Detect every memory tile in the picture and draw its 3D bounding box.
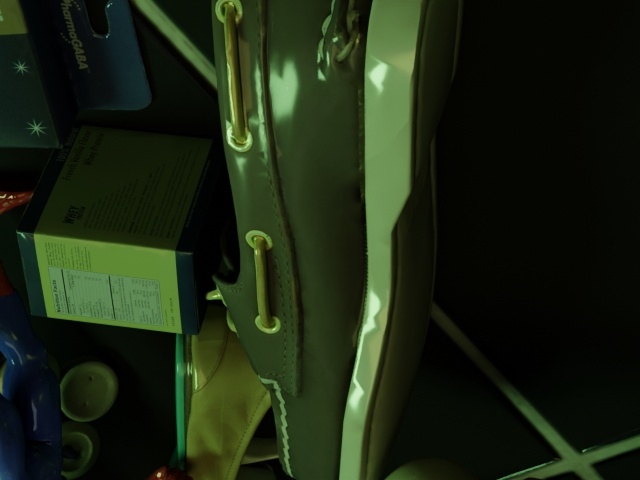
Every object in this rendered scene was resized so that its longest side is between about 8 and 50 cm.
[{"bbox_3d":[-0.180,0.128,0.831,0.113,0.012,0.148,17,95,-35],"label":"memory tile"}]

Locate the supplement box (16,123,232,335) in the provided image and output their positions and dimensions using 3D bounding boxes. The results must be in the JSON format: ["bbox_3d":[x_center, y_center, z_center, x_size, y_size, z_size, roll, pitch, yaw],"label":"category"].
[{"bbox_3d":[-0.092,-0.006,0.718,0.083,0.083,0.056,7,133,6],"label":"supplement box"}]

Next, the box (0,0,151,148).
[{"bbox_3d":[-0.200,-0.104,0.685,0.225,0.036,0.136,0,133,11],"label":"box"}]

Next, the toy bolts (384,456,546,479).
[{"bbox_3d":[0.097,0.181,0.794,0.158,0.218,0.228,37,129,9],"label":"toy bolts"}]

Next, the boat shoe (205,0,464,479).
[{"bbox_3d":[0.000,0.000,0.687,0.097,0.116,0.324,13,134,12],"label":"boat shoe"}]

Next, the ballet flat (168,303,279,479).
[{"bbox_3d":[-0.053,0.130,0.846,0.073,0.080,0.232,4,135,-8],"label":"ballet flat"}]

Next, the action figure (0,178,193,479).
[{"bbox_3d":[-0.125,0.116,0.769,0.139,0.091,0.280,6,115,25],"label":"action figure"}]
